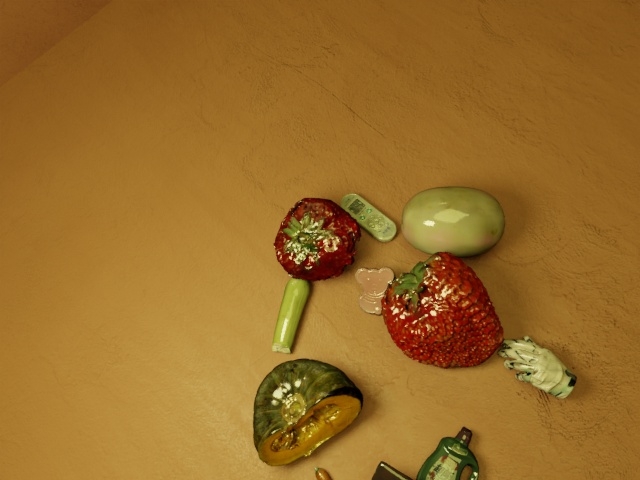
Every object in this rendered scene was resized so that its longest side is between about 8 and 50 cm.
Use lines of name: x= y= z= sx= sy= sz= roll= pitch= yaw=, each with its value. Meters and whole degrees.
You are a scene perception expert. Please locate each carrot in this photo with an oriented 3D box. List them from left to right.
carrot: x=0.028 y=0.691 z=1.512 sx=0.035 sy=0.035 sz=0.142 roll=-37 pitch=75 yaw=-8

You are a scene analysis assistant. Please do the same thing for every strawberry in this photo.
strawberry: x=0.000 y=0.000 z=1.699 sx=0.274 sy=0.220 sz=0.274 roll=-2 pitch=82 yaw=14
strawberry: x=0.357 y=0.221 z=1.563 sx=0.351 sy=0.267 sz=0.312 roll=44 pitch=107 yaw=-8

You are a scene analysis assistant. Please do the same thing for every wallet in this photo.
wallet: x=0.229 y=0.700 z=1.427 sx=0.229 sy=0.049 sz=0.182 roll=26 pitch=117 yaw=19

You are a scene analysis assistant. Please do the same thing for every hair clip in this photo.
hair clip: x=0.167 y=0.153 z=1.674 sx=0.123 sy=0.102 sz=0.138 roll=5 pitch=69 yaw=13

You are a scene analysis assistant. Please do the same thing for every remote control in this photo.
remote control: x=0.159 y=-0.075 z=1.801 sx=0.221 sy=0.042 sz=0.078 roll=40 pitch=79 yaw=21

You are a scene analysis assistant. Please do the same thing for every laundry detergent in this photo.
laundry detergent: x=0.363 y=0.619 z=1.474 sx=0.144 sy=0.078 sz=0.222 roll=33 pitch=73 yaw=17

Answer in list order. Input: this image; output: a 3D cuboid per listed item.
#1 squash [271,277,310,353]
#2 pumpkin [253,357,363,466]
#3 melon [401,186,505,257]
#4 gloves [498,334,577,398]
squash: x=-0.091 y=0.227 z=1.690 sx=0.083 sy=0.083 sz=0.250 roll=11 pitch=71 yaw=12
pumpkin: x=-0.049 y=0.463 z=1.543 sx=0.325 sy=0.242 sz=0.232 roll=-31 pitch=38 yaw=-1
melon: x=0.408 y=-0.056 z=1.663 sx=0.317 sy=0.223 sz=0.223 roll=1 pitch=68 yaw=3
gloves: x=0.609 y=0.348 z=1.536 sx=0.212 sy=0.111 sz=0.127 roll=35 pitch=81 yaw=11
